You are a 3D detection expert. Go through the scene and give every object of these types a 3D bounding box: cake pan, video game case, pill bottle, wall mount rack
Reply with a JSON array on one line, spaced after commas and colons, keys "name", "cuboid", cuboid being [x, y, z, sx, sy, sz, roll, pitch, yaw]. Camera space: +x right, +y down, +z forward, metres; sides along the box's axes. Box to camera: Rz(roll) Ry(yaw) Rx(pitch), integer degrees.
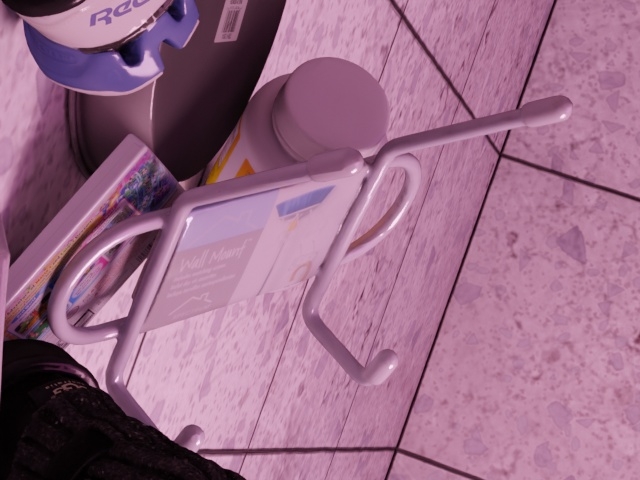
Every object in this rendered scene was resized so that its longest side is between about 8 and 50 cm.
[{"name": "cake pan", "cuboid": [-0.085, -0.167, 1.307, 0.293, 0.054, 0.293, 20, 90, -78]}, {"name": "video game case", "cuboid": [-0.155, 0.010, 1.241, 0.157, 0.019, 0.143, -48, 164, -4]}, {"name": "pill bottle", "cuboid": [-0.020, -0.053, 1.470, 0.117, 0.117, 0.215, -62, -176, -33]}, {"name": "wall mount rack", "cuboid": [0.000, 0.000, 1.268, 0.350, 0.130, 0.304, -17, 145, -44]}]

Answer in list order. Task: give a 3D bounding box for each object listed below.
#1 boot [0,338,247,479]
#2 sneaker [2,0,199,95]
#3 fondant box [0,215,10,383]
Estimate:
[{"name": "boot", "cuboid": [-0.154, 0.253, 1.145, 0.131, 0.260, 0.348, -5, 113, -36]}, {"name": "sneaker", "cuboid": [-0.085, -0.234, 1.009, 0.315, 0.127, 0.182, -63, 167, 0]}, {"name": "fondant box", "cuboid": [-0.186, 0.095, 0.781, 0.330, 0.096, 0.238, -146, -120, -75]}]
